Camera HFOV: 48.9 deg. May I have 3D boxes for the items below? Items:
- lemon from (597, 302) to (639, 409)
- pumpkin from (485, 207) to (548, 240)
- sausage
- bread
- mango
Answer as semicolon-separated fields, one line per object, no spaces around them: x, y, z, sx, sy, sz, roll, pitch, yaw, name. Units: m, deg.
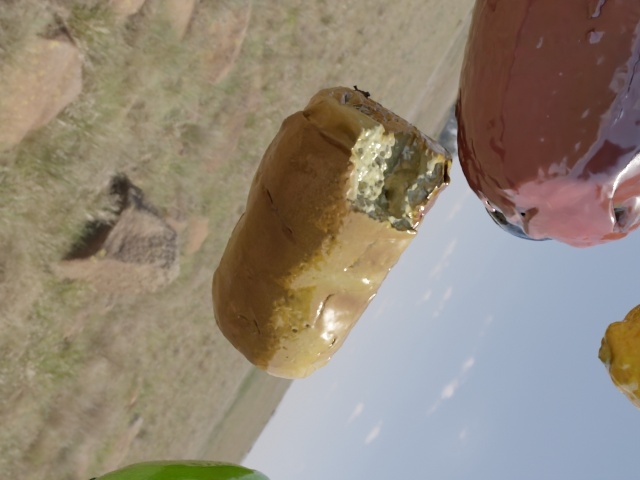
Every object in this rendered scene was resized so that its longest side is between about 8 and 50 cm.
0.280;0.086;0.503;0.114;0.155;0.114;8;90;-79;lemon
0.252;-0.094;0.767;0.202;0.140;0.202;-55;166;-21;pumpkin
0.168;-0.129;0.431;0.152;0.152;0.280;-52;153;-66;sausage
-0.005;0.000;0.811;0.149;0.195;0.344;-41;162;-55;bread
-0.129;0.256;0.614;0.111;0.125;0.233;-21;158;36;mango
